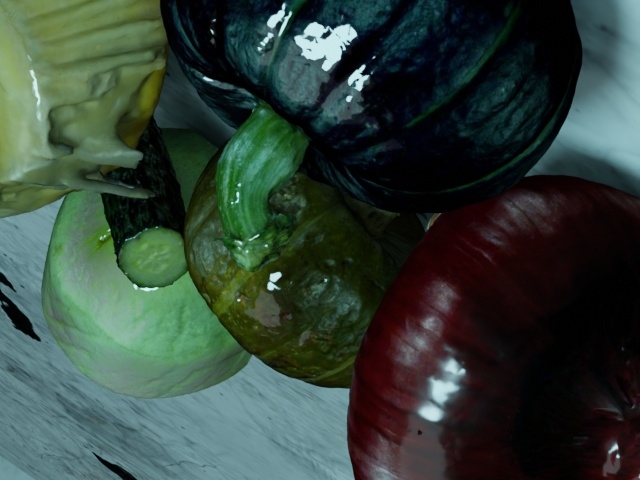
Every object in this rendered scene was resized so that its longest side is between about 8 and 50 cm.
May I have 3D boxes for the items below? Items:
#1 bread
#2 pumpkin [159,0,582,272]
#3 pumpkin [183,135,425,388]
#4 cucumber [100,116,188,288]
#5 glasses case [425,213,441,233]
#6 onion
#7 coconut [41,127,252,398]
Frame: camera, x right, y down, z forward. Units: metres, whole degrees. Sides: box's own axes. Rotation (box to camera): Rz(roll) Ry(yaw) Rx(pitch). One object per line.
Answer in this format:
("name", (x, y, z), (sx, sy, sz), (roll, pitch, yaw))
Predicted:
("bread", (-0.244, -0.141, 1.407), (0.388, 0.183, 0.236), (3, 112, 54))
("pumpkin", (0.009, -0.095, 1.056), (0.248, 0.248, 0.248), (33, 158, 15))
("pumpkin", (0.000, 0.000, 1.372), (0.219, 0.162, 0.219), (40, -155, -23))
("cucumber", (-0.157, -0.079, 1.484), (0.067, 0.067, 0.293), (60, -174, -44))
("glasses case", (0.161, 0.067, 1.391), (0.103, 0.067, 0.267), (16, 150, 45))
("onion", (0.156, 0.103, 1.185), (0.285, 0.273, 0.273), (34, 161, 41))
("coconut", (-0.137, 0.026, 1.601), (0.236, 0.204, 0.236), (42, 159, 20))
